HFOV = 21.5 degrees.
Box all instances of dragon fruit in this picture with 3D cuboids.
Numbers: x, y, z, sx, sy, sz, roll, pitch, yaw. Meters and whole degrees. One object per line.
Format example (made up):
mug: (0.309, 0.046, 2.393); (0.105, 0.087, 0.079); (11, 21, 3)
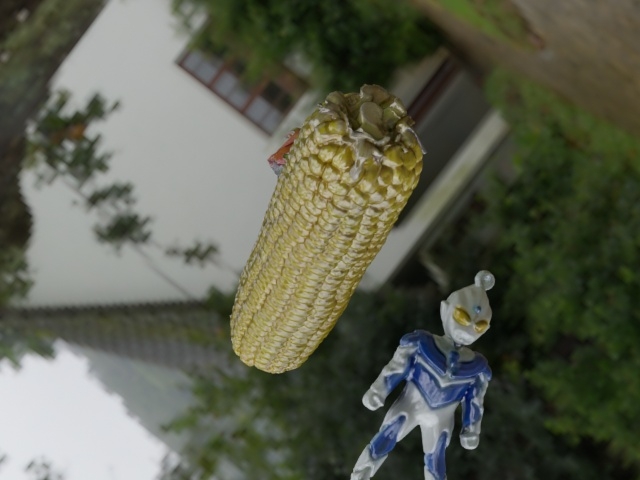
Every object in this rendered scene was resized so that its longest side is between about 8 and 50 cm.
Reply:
dragon fruit: (-0.007, -0.069, 1.538); (0.056, 0.060, 0.083); (36, 166, 37)

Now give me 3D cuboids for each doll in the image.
doll: (0.103, 0.131, 1.529); (0.114, 0.227, 0.057); (20, 176, -5)

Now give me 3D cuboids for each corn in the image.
corn: (0.000, 0.000, 1.395); (0.106, 0.305, 0.106); (12, -135, -12)
